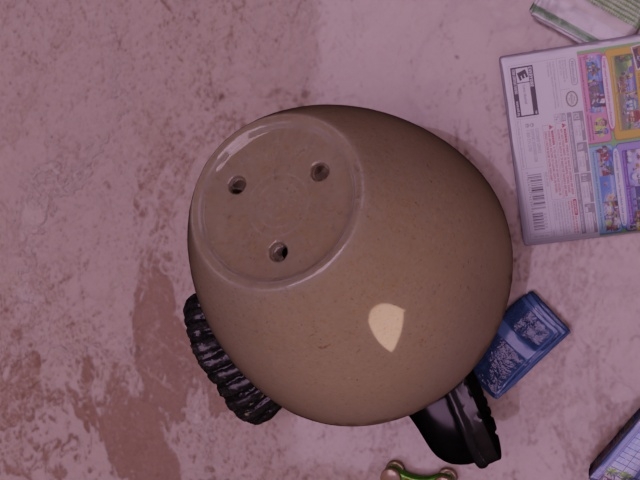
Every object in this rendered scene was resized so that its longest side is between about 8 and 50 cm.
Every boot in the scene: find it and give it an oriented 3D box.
[{"bbox_3d":[0.020,0.147,1.206,0.260,0.131,0.348,-34,65,8],"label":"boot"}]

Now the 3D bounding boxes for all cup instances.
[{"bbox_3d":[0.000,0.000,1.055,0.331,0.237,0.331,-7,71,20],"label":"cup"}]

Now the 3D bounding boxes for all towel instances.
[{"bbox_3d":[0.314,-0.284,1.182,0.113,0.023,0.152,33,98,9],"label":"towel"},{"bbox_3d":[0.216,0.118,1.221,0.119,0.029,0.067,-46,81,13],"label":"towel"}]

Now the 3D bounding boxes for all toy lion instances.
[{"bbox_3d":[0.119,0.310,1.259,0.100,0.034,0.096,6,102,15],"label":"toy lion"}]

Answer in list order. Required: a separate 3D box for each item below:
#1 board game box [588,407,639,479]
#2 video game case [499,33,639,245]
[{"bbox_3d":[0.417,0.208,1.156,0.194,0.060,0.194,25,100,13],"label":"board game box"},{"bbox_3d":[0.305,-0.109,1.178,0.193,0.023,0.212,-7,97,15],"label":"video game case"}]
